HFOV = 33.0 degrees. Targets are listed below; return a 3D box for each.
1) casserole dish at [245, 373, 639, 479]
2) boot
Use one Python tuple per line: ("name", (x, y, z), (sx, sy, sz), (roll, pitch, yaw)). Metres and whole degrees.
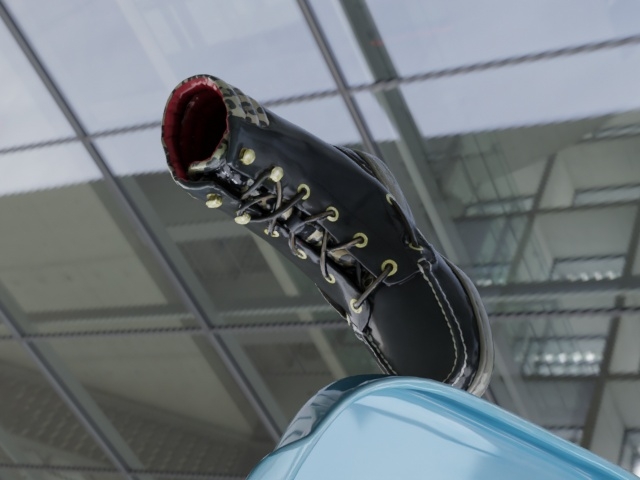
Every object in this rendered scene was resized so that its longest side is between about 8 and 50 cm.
("casserole dish", (0.044, 0.109, 0.361), (0.114, 0.188, 0.037), (-62, -152, 1))
("boot", (-0.001, 0.001, 0.680), (0.085, 0.178, 0.236), (-46, -136, 20))
